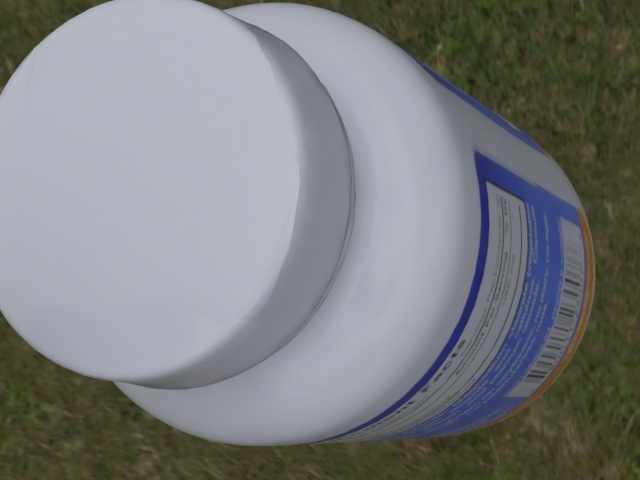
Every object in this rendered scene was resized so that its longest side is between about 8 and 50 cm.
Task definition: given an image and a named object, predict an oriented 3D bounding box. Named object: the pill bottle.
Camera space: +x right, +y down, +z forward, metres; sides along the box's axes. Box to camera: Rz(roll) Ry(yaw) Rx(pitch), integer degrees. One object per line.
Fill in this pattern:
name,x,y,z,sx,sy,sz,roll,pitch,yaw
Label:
pill bottle,0.000,0.000,0.491,0.152,0.272,0.152,-4,82,25
